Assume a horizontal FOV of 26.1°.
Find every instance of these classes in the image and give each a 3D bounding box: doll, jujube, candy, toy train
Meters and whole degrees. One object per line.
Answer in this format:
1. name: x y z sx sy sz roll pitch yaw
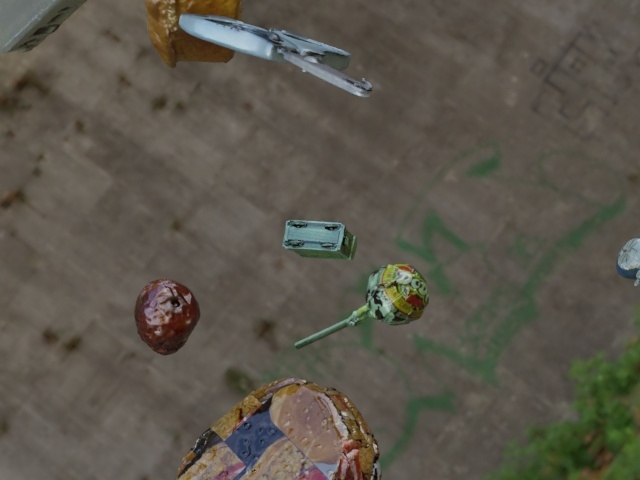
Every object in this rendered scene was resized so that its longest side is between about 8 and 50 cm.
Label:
1. doll: 0.449 0.031 1.924 0.083 0.050 0.076 20 72 52
2. jujube: -0.179 0.089 1.591 0.077 0.077 0.129 -51 -4 -21
3. candy: 0.047 0.112 2.070 0.305 0.091 0.083 -28 24 46
4. toy train: 0.000 0.000 1.734 0.056 0.093 0.038 35 -118 -57

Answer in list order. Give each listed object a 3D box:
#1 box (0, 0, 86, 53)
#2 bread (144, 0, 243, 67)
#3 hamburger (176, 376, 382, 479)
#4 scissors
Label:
1. box: -0.506 -0.527 2.273 0.090 0.373 0.367 -23 1 -34
2. bread: -0.162 -0.321 1.834 0.229 0.143 0.140 97 173 -49
3. hamburger: -0.041 0.260 1.487 0.231 0.231 0.107 -52 -45 -13
4. scissors: -0.017 -0.180 1.347 0.360 0.191 0.029 -143 65 -66
